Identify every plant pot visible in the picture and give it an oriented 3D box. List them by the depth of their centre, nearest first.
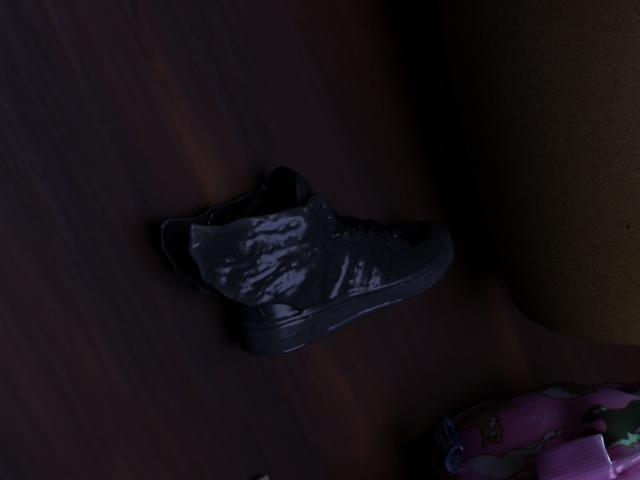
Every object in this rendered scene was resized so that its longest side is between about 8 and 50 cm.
[{"bbox_3d":[0.170,-0.081,1.028,0.237,0.237,0.254,-20,121,-38],"label":"plant pot"}]

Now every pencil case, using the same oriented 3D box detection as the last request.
[{"bbox_3d":[0.160,0.274,1.080,0.167,0.160,0.386,-16,105,-30],"label":"pencil case"}]

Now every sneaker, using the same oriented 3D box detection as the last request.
[{"bbox_3d":[-0.002,-0.001,0.982,0.170,0.051,0.089,-27,116,-32],"label":"sneaker"}]

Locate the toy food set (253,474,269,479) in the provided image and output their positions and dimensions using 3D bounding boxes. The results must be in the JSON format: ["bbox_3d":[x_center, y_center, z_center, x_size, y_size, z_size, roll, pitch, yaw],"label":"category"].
[{"bbox_3d":[-0.028,0.235,0.991,0.132,0.038,0.192,-35,116,-33],"label":"toy food set"}]
